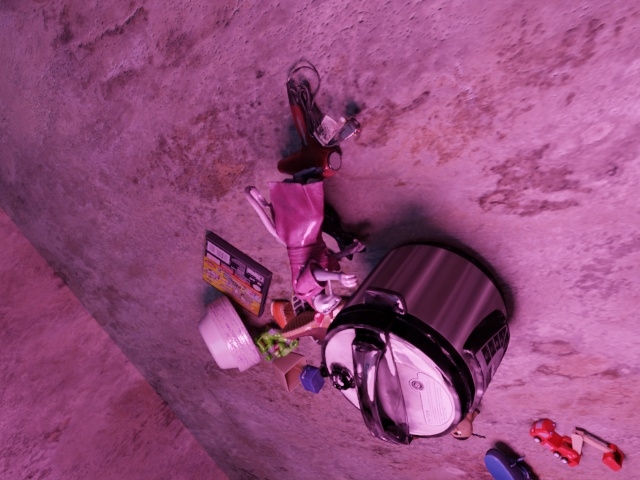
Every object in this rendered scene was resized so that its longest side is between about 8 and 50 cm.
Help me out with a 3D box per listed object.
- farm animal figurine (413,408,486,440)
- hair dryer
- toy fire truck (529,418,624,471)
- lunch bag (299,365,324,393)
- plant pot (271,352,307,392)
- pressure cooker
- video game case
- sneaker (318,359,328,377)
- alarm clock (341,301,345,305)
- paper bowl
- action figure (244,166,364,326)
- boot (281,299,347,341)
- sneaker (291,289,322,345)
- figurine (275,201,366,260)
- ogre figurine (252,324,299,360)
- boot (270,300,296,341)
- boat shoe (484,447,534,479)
[{"bbox_3d":[0.269,0.511,1.502,0.327,0.172,0.330,45,146,-6],"label":"farm animal figurine"},{"bbox_3d":[-0.025,-0.258,1.235,0.223,0.080,0.293,52,135,15],"label":"hair dryer"},{"bbox_3d":[0.672,0.538,1.321,0.192,0.047,0.135,37,139,10],"label":"toy fire truck"},{"bbox_3d":[-0.037,0.518,1.871,0.065,0.067,0.098,4,125,37],"label":"lunch bag"},{"bbox_3d":[-0.122,0.487,1.894,0.096,0.109,0.109,23,136,38],"label":"plant pot"},{"bbox_3d":[0.210,0.252,1.179,0.370,0.420,0.375,45,139,1],"label":"pressure cooker"},{"bbox_3d":[-0.305,0.128,1.794,0.275,0.035,0.248,32,138,13],"label":"video game case"},{"bbox_3d":[0.021,0.449,1.749,0.051,0.089,0.170,30,137,17],"label":"sneaker"},{"bbox_3d":[0.126,0.262,1.479,0.130,0.064,0.192,-8,115,2],"label":"alarm clock"},{"bbox_3d":[-0.349,0.357,1.851,0.284,0.148,0.284,55,165,23],"label":"paper bowl"},{"bbox_3d":[-0.041,0.024,1.182,0.276,0.248,0.369,-7,90,10],"label":"action figure"},{"bbox_3d":[0.025,0.310,1.570,0.249,0.090,0.206,-23,114,13],"label":"boot"},{"bbox_3d":[-0.046,0.248,1.651,0.208,0.082,0.094,68,162,-8],"label":"sneaker"},{"bbox_3d":[0.000,0.000,1.403,0.209,0.092,0.215,43,140,-4],"label":"figurine"},{"bbox_3d":[-0.176,0.381,1.853,0.118,0.096,0.197,43,152,-16],"label":"ogre figurine"},{"bbox_3d":[-0.126,0.281,1.762,0.085,0.059,0.157,5,117,41],"label":"boot"},{"bbox_3d":[0.585,0.707,1.509,0.258,0.089,0.109,53,152,-17],"label":"boat shoe"}]
